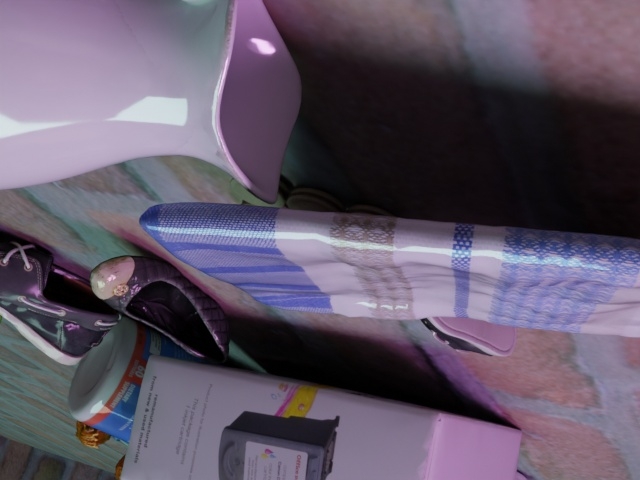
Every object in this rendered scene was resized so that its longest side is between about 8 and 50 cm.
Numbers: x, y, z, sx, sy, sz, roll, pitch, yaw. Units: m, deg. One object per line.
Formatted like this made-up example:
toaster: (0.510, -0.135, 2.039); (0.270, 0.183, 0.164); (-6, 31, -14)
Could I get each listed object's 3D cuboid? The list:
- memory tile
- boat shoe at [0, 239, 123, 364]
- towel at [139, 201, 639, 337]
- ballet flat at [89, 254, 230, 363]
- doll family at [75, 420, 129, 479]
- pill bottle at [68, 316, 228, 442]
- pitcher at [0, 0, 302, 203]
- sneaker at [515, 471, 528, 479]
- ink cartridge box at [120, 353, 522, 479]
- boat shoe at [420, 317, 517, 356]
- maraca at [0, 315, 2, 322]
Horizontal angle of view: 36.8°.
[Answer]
memory tile: (0.000, 0.000, 0.644); (0.113, 0.012, 0.148); (17, 158, 9)
boat shoe: (-0.294, 0.027, 0.925); (0.079, 0.084, 0.233); (-36, 122, 20)
towel: (0.079, 0.023, 0.472); (0.285, 0.034, 0.209); (5, 171, 10)
ballet flat: (-0.131, 0.059, 0.836); (0.173, 0.057, 0.049); (36, -161, -49)
doll family: (-0.214, 0.243, 1.213); (0.263, 0.163, 0.118); (37, 131, 42)
pill bottle: (-0.158, 0.184, 1.084); (0.222, 0.124, 0.124); (30, 157, -26)
pitcher: (-0.119, -0.097, 0.394); (0.207, 0.125, 0.177); (7, 141, 7)
sneaker: (0.118, 0.271, 1.095); (0.232, 0.090, 0.115); (28, 161, -16)
ink cartridge box: (0.006, 0.202, 0.906); (0.306, 0.131, 0.226); (5, 169, 31)
boat shoe: (0.083, 0.044, 0.633); (0.038, 0.046, 0.125); (-7, 154, 42)
maraca: (-0.416, 0.040, 1.006); (0.186, 0.099, 0.127); (25, 140, 2)
